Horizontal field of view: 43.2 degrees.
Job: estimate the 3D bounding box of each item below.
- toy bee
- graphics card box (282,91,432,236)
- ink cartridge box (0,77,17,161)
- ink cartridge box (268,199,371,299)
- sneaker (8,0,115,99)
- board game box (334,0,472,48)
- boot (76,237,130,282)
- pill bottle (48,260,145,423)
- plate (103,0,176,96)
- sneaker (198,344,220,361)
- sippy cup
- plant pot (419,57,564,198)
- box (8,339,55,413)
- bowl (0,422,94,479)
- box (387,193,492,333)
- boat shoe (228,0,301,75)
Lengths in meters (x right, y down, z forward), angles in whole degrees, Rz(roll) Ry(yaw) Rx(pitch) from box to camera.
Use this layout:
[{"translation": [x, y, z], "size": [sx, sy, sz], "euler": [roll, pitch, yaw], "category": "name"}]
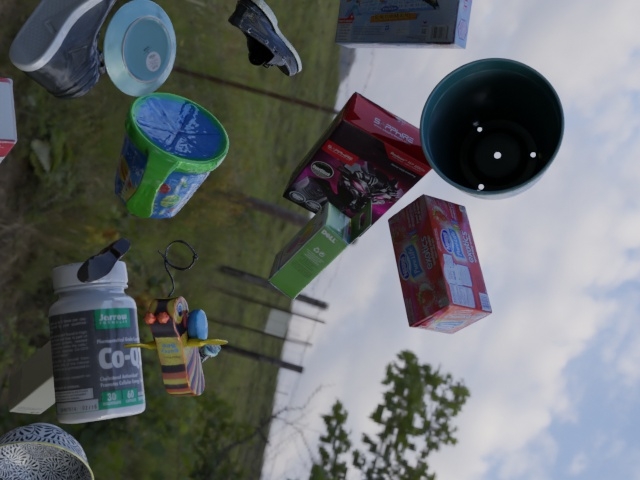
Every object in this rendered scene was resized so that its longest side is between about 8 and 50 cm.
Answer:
[{"translation": [-0.297, 0.171, 1.554], "size": [0.195, 0.298, 0.162], "euler": [-26, -178, 13], "category": "toy bee"}, {"translation": [0.086, -0.165, 1.895], "size": [0.371, 0.233, 0.094], "euler": [-44, -158, 55], "category": "graphics card box"}, {"translation": [-0.872, -0.226, 1.800], "size": [0.385, 0.279, 0.160], "euler": [-24, -107, 51], "category": "ink cartridge box"}, {"translation": [0.000, 0.000, 1.458], "size": [0.209, 0.062, 0.109], "euler": [-44, -166, 22], "category": "ink cartridge box"}, {"translation": [-0.410, -0.374, 1.406], "size": [0.295, 0.105, 0.147], "euler": [-59, 160, -18], "category": "sneaker"}, {"translation": [0.198, -0.600, 1.840], "size": [0.066, 0.319, 0.317], "euler": [2, 98, -56], "category": "board game box"}, {"translation": [-0.362, 0.044, 1.296], "size": [0.106, 0.037, 0.114], "euler": [-40, -169, -36], "category": "boot"}, {"translation": [-0.531, 0.238, 1.904], "size": [0.204, 0.204, 0.360], "euler": [148, -65, -73], "category": "pill bottle"}, {"translation": [-0.344, -0.374, 1.578], "size": [0.188, 0.024, 0.188], "euler": [-29, 127, -48], "category": "plate"}, {"translation": [-0.269, 0.261, 1.845], "size": [0.069, 0.038, 0.098], "euler": [-34, 174, 4], "category": "sneaker"}, {"translation": [-0.356, -0.177, 1.828], "size": [0.305, 0.240, 0.224], "euler": [-22, 153, -48], "category": "sippy cup"}, {"translation": [0.355, -0.200, 1.659], "size": [0.255, 0.272, 0.271], "euler": [31, 75, -73], "category": "plant pot"}, {"translation": [-0.706, 0.350, 2.097], "size": [0.275, 0.094, 0.113], "euler": [-34, -127, 35], "category": "box"}, {"translation": [-0.417, 0.324, 1.196], "size": [0.080, 0.170, 0.170], "euler": [-98, -152, -53], "category": "bowl"}, {"translation": [0.241, 0.050, 1.658], "size": [0.123, 0.128, 0.256], "euler": [-36, -128, 41], "category": "box"}, {"translation": [-0.155, -0.530, 2.194], "size": [0.113, 0.127, 0.340], "euler": [-51, 157, -6], "category": "boat shoe"}]
